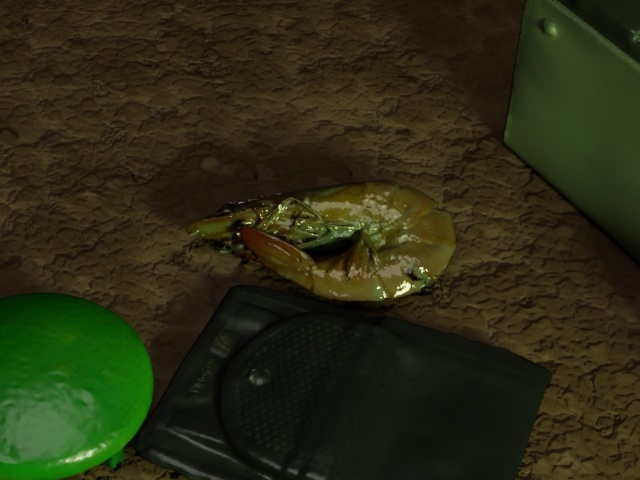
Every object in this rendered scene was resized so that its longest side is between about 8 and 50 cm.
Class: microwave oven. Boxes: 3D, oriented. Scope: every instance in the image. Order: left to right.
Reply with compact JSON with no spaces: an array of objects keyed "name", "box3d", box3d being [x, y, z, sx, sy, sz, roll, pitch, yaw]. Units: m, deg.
[{"name":"microwave oven","box3d":[0.444,-0.175,1.634,0.394,0.247,0.333,-26,53,-26]}]

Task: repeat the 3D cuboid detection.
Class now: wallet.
[{"name":"wallet","box3d":[0.025,0.153,1.424,0.323,0.041,0.247,18,48,11]}]

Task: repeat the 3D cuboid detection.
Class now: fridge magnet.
[{"name":"fridge magnet","box3d":[-0.251,0.130,1.389,0.208,0.088,0.208,3,46,-3]}]

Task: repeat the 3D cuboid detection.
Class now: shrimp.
[{"name":"shrimp","box3d":[0.000,0.000,1.562,0.267,0.061,0.145,6,54,-2]}]
